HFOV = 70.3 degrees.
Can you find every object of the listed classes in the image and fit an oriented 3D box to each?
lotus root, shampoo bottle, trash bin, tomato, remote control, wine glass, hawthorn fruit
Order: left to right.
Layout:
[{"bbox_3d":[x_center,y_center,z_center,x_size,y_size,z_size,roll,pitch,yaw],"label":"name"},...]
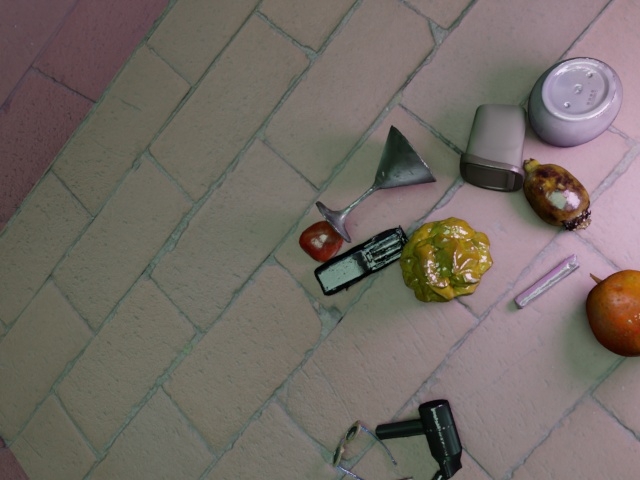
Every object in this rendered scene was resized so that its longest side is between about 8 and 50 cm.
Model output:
[{"bbox_3d":[-0.001,-0.009,1.830,0.166,0.082,0.174,43,97,19],"label":"tomato"},{"bbox_3d":[0.162,0.084,1.779,0.398,0.062,0.145,-30,76,12],"label":"remote control"},{"bbox_3d":[0.198,-0.191,1.694,0.406,0.267,0.267,-41,74,9],"label":"wine glass"},{"bbox_3d":[0.622,-0.331,1.613,0.219,0.220,0.251,11,80,20],"label":"trash bin"},{"bbox_3d":[0.804,-0.161,1.567,0.169,0.141,0.314,-37,72,6],"label":"lotus root"},{"bbox_3d":[0.842,-0.452,1.523,0.272,0.266,0.274,-2,84,22],"label":"shampoo bottle"},{"bbox_3d":[0.965,0.204,1.421,0.277,0.277,0.298,-39,55,10],"label":"hawthorn fruit"}]

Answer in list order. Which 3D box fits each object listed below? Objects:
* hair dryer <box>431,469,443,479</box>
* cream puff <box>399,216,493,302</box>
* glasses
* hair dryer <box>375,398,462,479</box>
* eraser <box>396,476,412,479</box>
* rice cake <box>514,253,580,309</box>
[{"bbox_3d":[0.394,0.922,1.619,0.114,0.070,0.248,34,86,19],"label":"hair dryer"},{"bbox_3d":[0.441,0.069,1.585,0.324,0.257,0.292,-14,88,9],"label":"cream puff"},{"bbox_3d":[0.160,0.811,1.681,0.220,0.088,0.190,34,94,18],"label":"glasses"},{"bbox_3d":[0.349,0.724,1.638,0.302,0.116,0.245,-19,78,26],"label":"hair dryer"},{"bbox_3d":[0.292,0.886,1.664,0.099,0.027,0.019,-20,76,15],"label":"eraser"},{"bbox_3d":[0.789,0.146,1.582,0.269,0.055,0.049,-41,69,11],"label":"rice cake"}]
